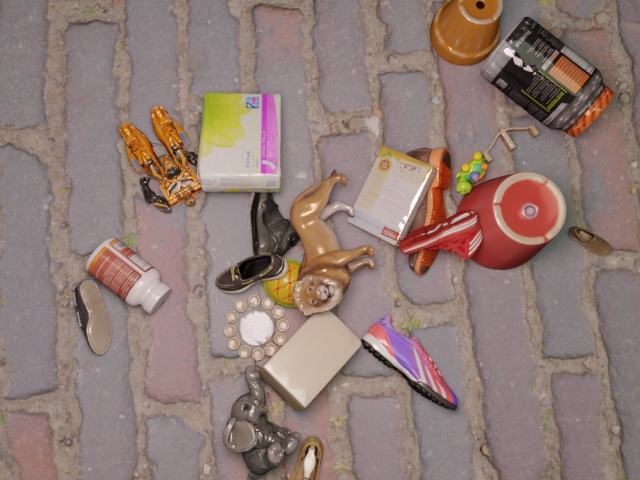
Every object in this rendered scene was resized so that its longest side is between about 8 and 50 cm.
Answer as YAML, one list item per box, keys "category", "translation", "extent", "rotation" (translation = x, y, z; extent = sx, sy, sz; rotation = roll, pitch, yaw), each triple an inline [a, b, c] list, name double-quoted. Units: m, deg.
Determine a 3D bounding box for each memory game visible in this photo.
- category: "memory game"
  translation: [-0.179, 0.243, 1.779]
  extent: [0.186, 0.012, 0.186]
  rotation: [1, 80, -3]

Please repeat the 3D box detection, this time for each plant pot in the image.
- category: "plant pot"
  translation: [0.440, -0.645, 1.861]
  extent: [0.205, 0.188, 0.205]
  rotation: [0, 81, -3]
- category: "plant pot"
  translation: [0.531, -0.064, 1.748]
  extent: [0.275, 0.243, 0.274]
  rotation: [0, 82, -3]

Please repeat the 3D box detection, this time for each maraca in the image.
- category: "maraca"
  translation: [-0.070, 0.128, 1.760]
  extent: [0.186, 0.099, 0.127]
  rotation: [33, 88, -5]

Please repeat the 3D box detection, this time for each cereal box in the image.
- category: "cereal box"
  translation: [0.198, -0.124, 1.775]
  extent: [0.173, 0.047, 0.240]
  rotation: [30, 98, 30]

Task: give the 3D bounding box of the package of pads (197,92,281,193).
- category: "package of pads"
  translation: [-0.225, -0.276, 1.780]
  extent: [0.229, 0.101, 0.296]
  rotation: [0, 64, -4]

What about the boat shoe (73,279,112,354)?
- category: "boat shoe"
  translation: [-0.630, 0.213, 1.748]
  extent: [0.065, 0.075, 0.205]
  rotation: [-16, 86, 38]

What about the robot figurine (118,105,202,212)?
- category: "robot figurine"
  translation: [-0.438, -0.223, 1.803]
  extent: [0.211, 0.085, 0.290]
  rotation: [-32, 84, -6]

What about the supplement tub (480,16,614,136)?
- category: "supplement tub"
  translation: [0.652, -0.464, 1.835]
  extent: [0.338, 0.207, 0.207]
  rotation: [40, 81, 3]

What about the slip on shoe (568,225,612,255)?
- category: "slip on shoe"
  translation: [0.789, 0.000, 1.851]
  extent: [0.135, 0.041, 0.051]
  rotation: [33, 81, 3]

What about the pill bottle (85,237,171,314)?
- category: "pill bottle"
  translation: [-0.517, 0.100, 1.729]
  extent: [0.216, 0.121, 0.121]
  rotation: [38, 81, 3]

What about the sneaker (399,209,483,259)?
- category: "sneaker"
  translation: [0.331, 0.017, 1.700]
  extent: [0.221, 0.087, 0.128]
  rotation: [-22, 115, 13]

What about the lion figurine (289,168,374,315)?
- category: "lion figurine"
  translation: [0.000, 0.000, 1.716]
  extent: [0.241, 0.142, 0.391]
  rotation: [-17, 66, -5]

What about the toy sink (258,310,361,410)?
- category: "toy sink"
  translation: [-0.031, 0.315, 1.704]
  extent: [0.153, 0.131, 0.234]
  rotation: [43, 67, 3]

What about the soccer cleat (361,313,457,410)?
- category: "soccer cleat"
  translation: [0.264, 0.336, 1.743]
  extent: [0.318, 0.108, 0.116]
  rotation: [39, 77, 6]

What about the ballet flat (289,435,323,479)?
- category: "ballet flat"
  translation: [-0.046, 0.639, 1.692]
  extent: [0.080, 0.073, 0.232]
  rotation: [11, 81, -1]

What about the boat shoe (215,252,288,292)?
- category: "boat shoe"
  translation: [-0.200, 0.083, 1.727]
  extent: [0.228, 0.069, 0.081]
  rotation: [-18, 59, 25]

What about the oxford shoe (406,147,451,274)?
- category: "oxford shoe"
  translation: [0.283, -0.084, 1.820]
  extent: [0.133, 0.130, 0.363]
  rotation: [7, 86, 30]

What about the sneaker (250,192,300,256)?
- category: "sneaker"
  translation: [-0.127, -0.055, 1.798]
  extent: [0.131, 0.087, 0.227]
  rotation: [5, 63, -24]

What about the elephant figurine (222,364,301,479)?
- category: "elephant figurine"
  translation: [-0.180, 0.482, 1.674]
  extent: [0.239, 0.169, 0.186]
  rotation: [47, 61, 1]

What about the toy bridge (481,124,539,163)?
- category: "toy bridge"
  translation: [0.554, -0.296, 1.894]
  extent: [0.188, 0.026, 0.063]
  rotation: [-29, 81, -7]

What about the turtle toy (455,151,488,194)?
- category: "turtle toy"
  translation: [0.433, -0.189, 1.834]
  extent: [0.066, 0.095, 0.130]
  rotation: [44, 82, 10]
